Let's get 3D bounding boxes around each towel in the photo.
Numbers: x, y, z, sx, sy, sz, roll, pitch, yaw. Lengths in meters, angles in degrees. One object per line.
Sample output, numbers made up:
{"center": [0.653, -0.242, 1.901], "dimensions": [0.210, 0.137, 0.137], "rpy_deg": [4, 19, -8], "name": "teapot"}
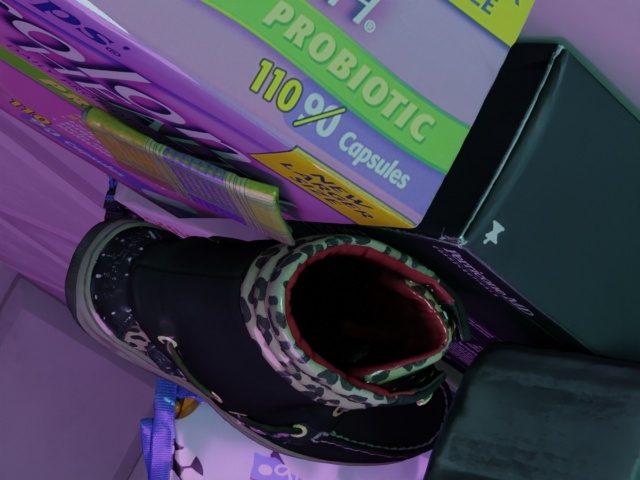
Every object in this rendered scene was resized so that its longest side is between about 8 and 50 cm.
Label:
{"center": [-0.049, -0.025, 0.540], "dimensions": [0.083, 0.009, 0.060], "rpy_deg": [24, 168, 14], "name": "towel"}

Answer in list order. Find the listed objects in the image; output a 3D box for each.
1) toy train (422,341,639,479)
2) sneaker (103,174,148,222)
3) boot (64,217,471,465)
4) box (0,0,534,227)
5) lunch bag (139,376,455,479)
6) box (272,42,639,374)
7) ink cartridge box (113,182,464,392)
{"center": [0.196, 0.142, 0.581], "dimensions": [0.334, 0.142, 0.190], "rpy_deg": [8, 147, 32], "name": "toy train"}
{"center": [-0.146, -0.055, 1.047], "dimensions": [0.152, 0.084, 0.058], "rpy_deg": [33, 168, -25], "name": "sneaker"}
{"center": [0.014, 0.059, 0.680], "dimensions": [0.236, 0.085, 0.178], "rpy_deg": [29, 164, -33], "name": "boot"}
{"center": [-0.073, -0.107, 0.556], "dimensions": [0.213, 0.117, 0.243], "rpy_deg": [33, 167, -23], "name": "box"}
{"center": [0.038, 0.177, 1.151], "dimensions": [0.328, 0.239, 0.385], "rpy_deg": [8, 163, 2], "name": "lunch bag"}
{"center": [0.109, 0.013, 0.705], "dimensions": [0.261, 0.103, 0.184], "rpy_deg": [36, 168, -35], "name": "box"}
{"center": [0.000, 0.000, 0.924], "dimensions": [0.160, 0.092, 0.219], "rpy_deg": [19, 166, 43], "name": "ink cartridge box"}
